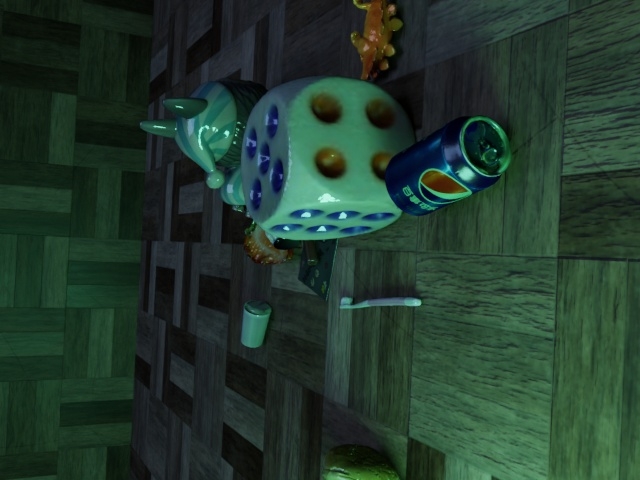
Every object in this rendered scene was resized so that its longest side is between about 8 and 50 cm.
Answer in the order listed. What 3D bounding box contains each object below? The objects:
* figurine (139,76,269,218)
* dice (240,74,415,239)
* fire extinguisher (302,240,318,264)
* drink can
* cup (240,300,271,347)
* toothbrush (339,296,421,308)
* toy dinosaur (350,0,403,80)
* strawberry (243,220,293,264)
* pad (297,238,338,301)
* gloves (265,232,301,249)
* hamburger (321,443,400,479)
[{"bbox_3d":[-0.294,-0.252,1.757,0.266,0.377,0.361,26,108,61],"label":"figurine"},{"bbox_3d":[0.009,-0.149,1.275,0.243,0.259,0.251,149,120,-60],"label":"dice"},{"bbox_3d":[-0.033,-0.021,1.588,0.049,0.035,0.173,60,-162,-63],"label":"fire extinguisher"},{"bbox_3d":[0.197,-0.116,1.057,0.205,0.118,0.118,-29,62,59],"label":"drink can"},{"bbox_3d":[-0.176,0.218,1.821,0.104,0.074,0.116,-87,8,-64],"label":"cup"},{"bbox_3d":[0.109,0.119,1.309,0.286,0.020,0.025,-12,70,62],"label":"toothbrush"},{"bbox_3d":[0.109,-0.387,1.319,0.117,0.070,0.288,-144,56,-59],"label":"toy dinosaur"},{"bbox_3d":[-0.115,0.001,1.698,0.146,0.082,0.187,-52,45,12],"label":"strawberry"},{"bbox_3d":[0.000,0.000,1.555,0.170,0.006,0.246,32,115,59],"label":"pad"},{"bbox_3d":[-0.105,-0.074,1.644,0.229,0.119,0.097,-117,32,-45],"label":"gloves"},{"bbox_3d":[0.081,0.445,1.200,0.185,0.159,0.131,13,89,19],"label":"hamburger"}]
